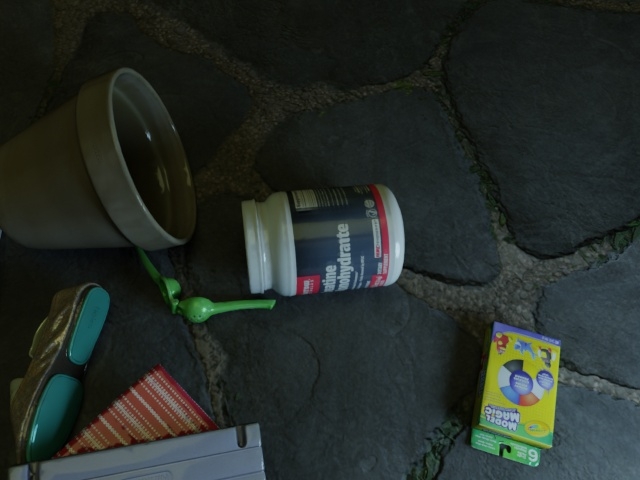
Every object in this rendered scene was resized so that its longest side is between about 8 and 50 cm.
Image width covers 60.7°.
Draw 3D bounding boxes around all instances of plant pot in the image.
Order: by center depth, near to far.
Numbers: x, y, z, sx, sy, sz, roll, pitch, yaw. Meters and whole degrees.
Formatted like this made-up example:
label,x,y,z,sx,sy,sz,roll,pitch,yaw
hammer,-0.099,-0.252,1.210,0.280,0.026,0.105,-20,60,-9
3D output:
label,x,y,z,sx,sy,sz,roll,pitch,yaw
plant pot,-0.414,-0.109,0.976,0.280,0.323,0.323,-16,64,5

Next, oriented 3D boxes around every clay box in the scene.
label,x,y,z,sx,sy,sz,roll,pitch,yaw
clay box,0.345,0.267,0.965,0.127,0.053,0.222,16,62,4

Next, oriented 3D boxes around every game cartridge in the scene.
label,x,y,z,sx,sy,sz,roll,pitch,yaw
game cartridge,-0.250,0.411,0.792,0.355,0.068,0.230,-3,76,-20

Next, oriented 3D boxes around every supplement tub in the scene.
label,x,y,z,sx,sy,sz,roll,pitch,yaw
supplement tub,0.000,0.000,0.994,0.272,0.191,0.191,-6,64,-8

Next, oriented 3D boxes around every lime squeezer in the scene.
label,x,y,z,sx,sy,sz,roll,pitch,yaw
lime squeezer,-0.245,0.085,1.007,0.310,0.059,0.110,24,64,8

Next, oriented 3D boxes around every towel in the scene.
label,x,y,z,sx,sy,sz,roll,pitch,yaw
towel,-0.295,0.359,0.850,0.199,0.031,0.275,47,67,0

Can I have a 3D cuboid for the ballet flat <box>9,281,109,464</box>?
label,x,y,z,sx,sy,sz,roll,pitch,yaw
ballet flat,-0.448,0.218,0.910,0.106,0.107,0.316,-1,56,17
